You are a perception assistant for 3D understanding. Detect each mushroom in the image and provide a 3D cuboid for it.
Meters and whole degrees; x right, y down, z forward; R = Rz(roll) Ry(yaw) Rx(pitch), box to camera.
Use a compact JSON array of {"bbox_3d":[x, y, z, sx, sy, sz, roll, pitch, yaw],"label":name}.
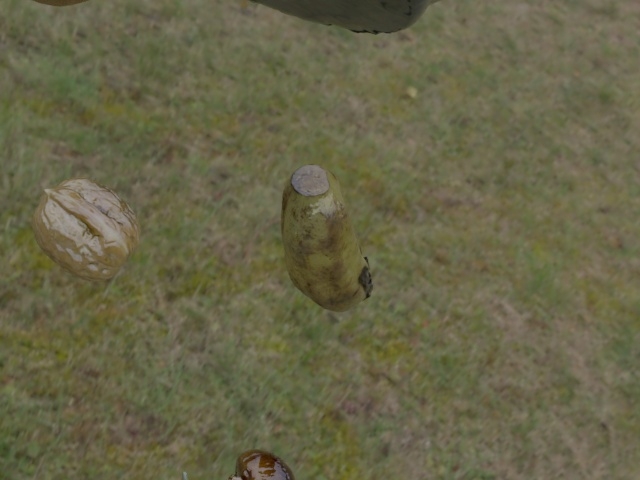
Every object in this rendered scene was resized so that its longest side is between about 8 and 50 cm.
[{"bbox_3d":[-0.063,0.287,1.270,0.087,0.127,0.127,-11,56,-5],"label":"mushroom"}]

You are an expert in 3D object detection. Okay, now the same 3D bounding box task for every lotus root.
[{"bbox_3d":[0.000,0.000,1.387,0.097,0.258,0.110,-14,54,3],"label":"lotus root"}]

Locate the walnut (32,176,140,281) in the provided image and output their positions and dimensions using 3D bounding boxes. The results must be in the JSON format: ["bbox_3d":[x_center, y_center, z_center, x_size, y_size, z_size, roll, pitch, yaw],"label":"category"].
[{"bbox_3d":[-0.389,-0.023,1.958,0.184,0.155,0.155,41,42,-19],"label":"walnut"}]

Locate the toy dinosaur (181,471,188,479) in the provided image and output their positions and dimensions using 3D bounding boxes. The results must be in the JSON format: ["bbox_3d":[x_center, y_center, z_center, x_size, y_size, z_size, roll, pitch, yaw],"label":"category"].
[{"bbox_3d":[-0.259,0.448,1.644,0.251,0.200,0.072,-34,66,-13],"label":"toy dinosaur"}]

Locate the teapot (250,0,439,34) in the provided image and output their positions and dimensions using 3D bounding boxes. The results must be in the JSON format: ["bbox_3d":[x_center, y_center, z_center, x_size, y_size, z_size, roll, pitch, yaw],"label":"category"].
[{"bbox_3d":[0.039,-0.304,0.615,0.305,0.362,0.376,24,-7,34],"label":"teapot"}]

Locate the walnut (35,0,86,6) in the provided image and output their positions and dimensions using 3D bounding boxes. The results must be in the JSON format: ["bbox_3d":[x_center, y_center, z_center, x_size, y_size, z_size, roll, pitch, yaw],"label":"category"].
[{"bbox_3d":[-0.441,-0.523,1.782,0.344,0.306,0.306,15,48,-21],"label":"walnut"}]
